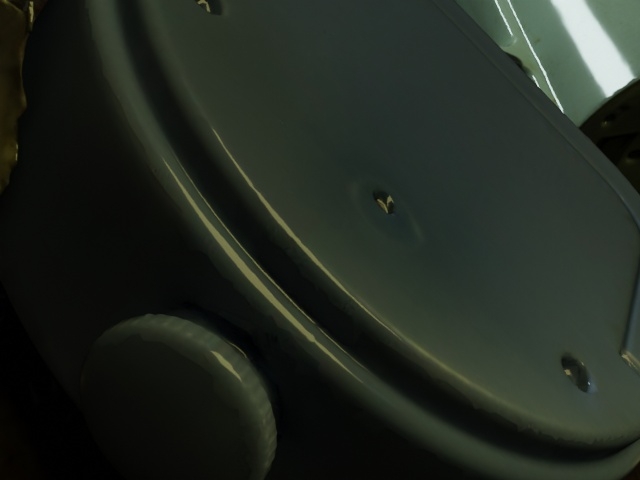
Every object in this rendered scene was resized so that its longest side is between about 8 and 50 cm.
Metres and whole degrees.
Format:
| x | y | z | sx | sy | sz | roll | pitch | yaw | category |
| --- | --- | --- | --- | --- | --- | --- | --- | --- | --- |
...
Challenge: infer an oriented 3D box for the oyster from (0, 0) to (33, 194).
| x | y | z | sx | sy | sz | roll | pitch | yaw | category |
| --- | --- | --- | --- | --- | --- | --- | --- | --- | --- |
| -0.228 | -0.091 | 0.465 | 0.161 | 0.107 | 0.233 | -35 | 88 | -23 | oyster |

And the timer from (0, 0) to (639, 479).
| x | y | z | sx | sy | sz | roll | pitch | yaw | category |
| --- | --- | --- | --- | --- | --- | --- | --- | --- | --- |
| 0.000 | 0.000 | 0.566 | 0.395 | 0.173 | 0.395 | 31 | 36 | -26 | timer |

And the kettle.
| x | y | z | sx | sy | sz | roll | pitch | yaw | category |
| --- | --- | --- | --- | --- | --- | --- | --- | --- | --- |
| 0.204 | -0.197 | 1.002 | 0.361 | 0.250 | 0.377 | -4 | 50 | -17 | kettle |
